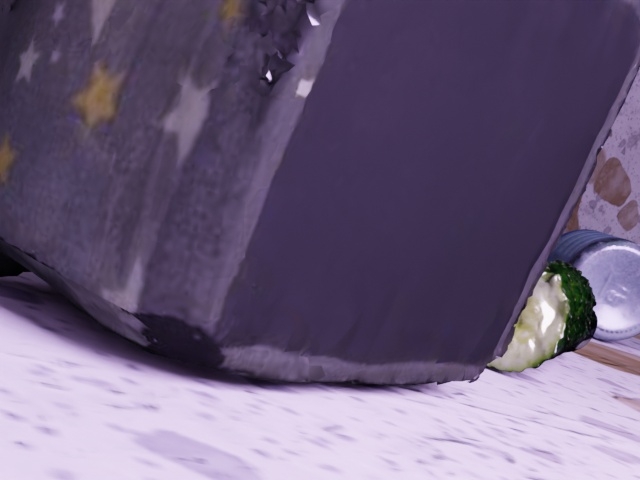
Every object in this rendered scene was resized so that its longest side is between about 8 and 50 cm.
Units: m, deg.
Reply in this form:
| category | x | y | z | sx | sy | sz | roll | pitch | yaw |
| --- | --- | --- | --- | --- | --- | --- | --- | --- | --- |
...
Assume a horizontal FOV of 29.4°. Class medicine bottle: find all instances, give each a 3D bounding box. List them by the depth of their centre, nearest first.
| category | x | y | z | sx | sy | sz | roll | pitch | yaw |
| --- | --- | --- | --- | --- | --- | --- | --- | --- | --- |
| medicine bottle | 0.227 | 0.031 | 1.043 | 0.083 | 0.083 | 0.203 | 18 | 4 | -4 |

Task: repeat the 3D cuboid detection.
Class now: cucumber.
| category | x | y | z | sx | sy | sz | roll | pitch | yaw |
| --- | --- | --- | --- | --- | --- | --- | --- | --- | --- |
| cucumber | 0.120 | 0.037 | 0.653 | 0.058 | 0.058 | 0.187 | 20 | 5 | 17 |

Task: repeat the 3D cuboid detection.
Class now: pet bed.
| category | x | y | z | sx | sy | sz | roll | pitch | yaw |
| --- | --- | --- | --- | --- | --- | --- | --- | --- | --- |
| pet bed | -0.014 | -0.052 | 0.423 | 0.159 | 0.183 | 0.211 | 28 | 11 | 32 |
